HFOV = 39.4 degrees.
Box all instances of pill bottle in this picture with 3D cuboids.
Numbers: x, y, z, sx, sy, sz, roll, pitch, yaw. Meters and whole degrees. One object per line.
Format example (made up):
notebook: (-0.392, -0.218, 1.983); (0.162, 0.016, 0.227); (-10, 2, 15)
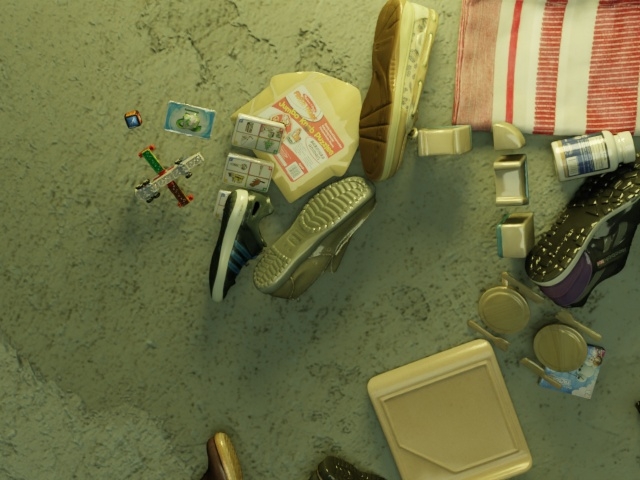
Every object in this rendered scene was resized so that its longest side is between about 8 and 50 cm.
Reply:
pill bottle: (0.433, -0.137, 1.418); (0.120, 0.067, 0.067); (-12, 99, 12)

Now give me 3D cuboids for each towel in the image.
towel: (0.381, -0.286, 1.419); (0.329, 0.037, 0.237); (2, 100, -1)

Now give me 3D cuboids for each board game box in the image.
board game box: (0.424, 0.214, 1.508); (0.090, 0.020, 0.090); (14, 100, -1)

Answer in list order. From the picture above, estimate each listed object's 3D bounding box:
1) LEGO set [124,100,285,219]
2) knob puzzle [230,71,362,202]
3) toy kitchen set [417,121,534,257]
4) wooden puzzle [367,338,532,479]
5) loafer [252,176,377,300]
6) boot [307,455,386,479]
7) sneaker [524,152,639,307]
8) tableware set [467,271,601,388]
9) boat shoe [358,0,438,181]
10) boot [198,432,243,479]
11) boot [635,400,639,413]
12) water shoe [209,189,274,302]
LEGO set: (-0.197, -0.133, 1.423); (0.244, 0.060, 0.182); (12, 114, -11)
knob puzzle: (-0.018, -0.185, 1.438); (0.213, 0.030, 0.213); (0, 99, 1)
toy kitchen set: (0.248, -0.083, 1.429); (0.166, 0.122, 0.207); (-1, 100, 21)
wooden puzzle: (0.219, 0.310, 1.517); (0.221, 0.044, 0.238); (-21, 94, 4)
loafer: (0.000, 0.000, 1.451); (0.251, 0.094, 0.087); (-43, 131, 5)
boot: (0.047, 0.462, 1.537); (0.198, 0.077, 0.137); (36, 115, -11)
sneaker: (0.460, -0.014, 1.448); (0.283, 0.107, 0.124); (-47, 122, 2)
tableware set: (0.352, 0.140, 1.471); (0.194, 0.039, 0.128); (35, 123, 10)
boat shoe: (0.127, -0.229, 1.388); (0.089, 0.105, 0.285); (7, 95, -26)
boot: (-0.231, 0.455, 1.513); (0.207, 0.090, 0.248); (-8, 103, -1)
boot: (0.571, 0.318, 1.478); (0.045, 0.121, 0.099); (-34, 91, 8)
water shoe: (-0.127, 0.017, 1.440); (0.080, 0.073, 0.203); (9, 118, -17)
